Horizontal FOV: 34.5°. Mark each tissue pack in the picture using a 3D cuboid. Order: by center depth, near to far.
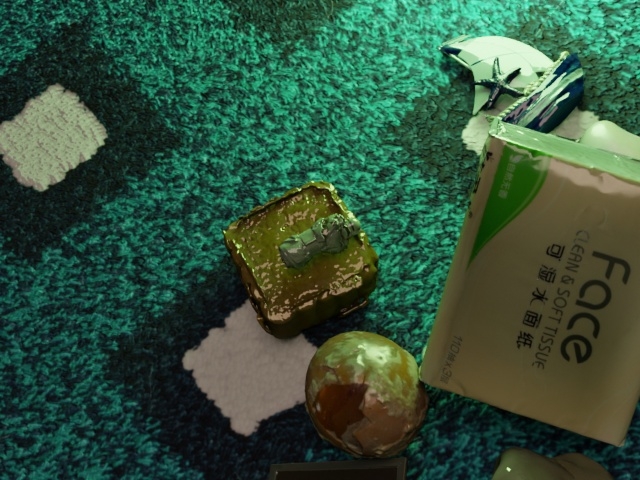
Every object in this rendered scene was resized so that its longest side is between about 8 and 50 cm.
[{"bbox_3d":[0.357,0.058,1.550,0.332,0.205,0.404,17,108,9],"label":"tissue pack"}]

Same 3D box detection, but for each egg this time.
[{"bbox_3d":[0.069,0.241,1.637,0.195,0.195,0.233,-35,47,-6],"label":"egg"}]

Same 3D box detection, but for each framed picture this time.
[{"bbox_3d":[0.014,0.437,1.598,0.252,0.014,0.197,-9,54,29],"label":"framed picture"}]

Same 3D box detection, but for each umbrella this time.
[{"bbox_3d":[0.000,0.000,1.689,0.143,0.062,0.067,-24,102,-5],"label":"umbrella"}]

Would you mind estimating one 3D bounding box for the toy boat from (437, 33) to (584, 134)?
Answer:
[{"bbox_3d":[0.335,-0.285,1.893,0.292,0.070,0.210,17,66,21],"label":"toy boat"}]

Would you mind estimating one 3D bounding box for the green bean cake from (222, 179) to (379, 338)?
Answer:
[{"bbox_3d":[-0.033,0.036,1.780,0.230,0.131,0.224,-27,67,-6],"label":"green bean cake"}]

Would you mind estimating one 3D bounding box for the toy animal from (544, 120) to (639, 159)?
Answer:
[{"bbox_3d":[0.444,-0.093,1.711,0.267,0.212,0.212,-9,65,11],"label":"toy animal"}]

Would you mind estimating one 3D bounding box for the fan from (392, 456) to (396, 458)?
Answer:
[{"bbox_3d":[0.107,0.376,1.672,0.056,0.004,0.083,22,72,19],"label":"fan"}]

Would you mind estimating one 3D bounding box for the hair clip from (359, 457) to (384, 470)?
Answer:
[{"bbox_3d":[0.100,0.471,1.590,0.137,0.090,0.278,-27,47,13],"label":"hair clip"}]

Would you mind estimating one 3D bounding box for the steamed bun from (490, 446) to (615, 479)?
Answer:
[{"bbox_3d":[0.339,0.478,1.408,0.255,0.342,0.367,7,83,14],"label":"steamed bun"}]
